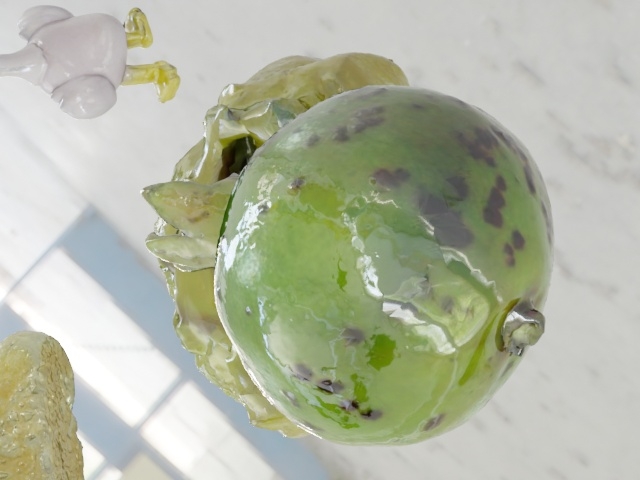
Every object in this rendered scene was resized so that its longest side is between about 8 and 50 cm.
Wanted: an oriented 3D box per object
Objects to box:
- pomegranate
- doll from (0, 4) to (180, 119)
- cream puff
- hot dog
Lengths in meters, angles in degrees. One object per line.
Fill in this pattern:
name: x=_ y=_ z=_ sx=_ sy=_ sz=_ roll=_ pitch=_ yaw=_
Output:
pomegranate: x=0.015 y=0.006 z=0.890 sx=0.263 sy=0.211 sz=0.211 roll=19 pitch=157 yaw=29
doll: x=-0.328 y=-0.168 z=1.568 sx=0.160 sy=0.365 sz=0.094 roll=59 pitch=153 yaw=28
cream puff: x=-0.001 y=0.002 z=1.086 sx=0.282 sy=0.282 sz=0.185 roll=39 pitch=-174 yaw=9
hot dog: x=-0.095 y=0.074 z=0.492 sx=0.030 sy=0.034 sz=0.090 roll=39 pitch=-140 yaw=-69
